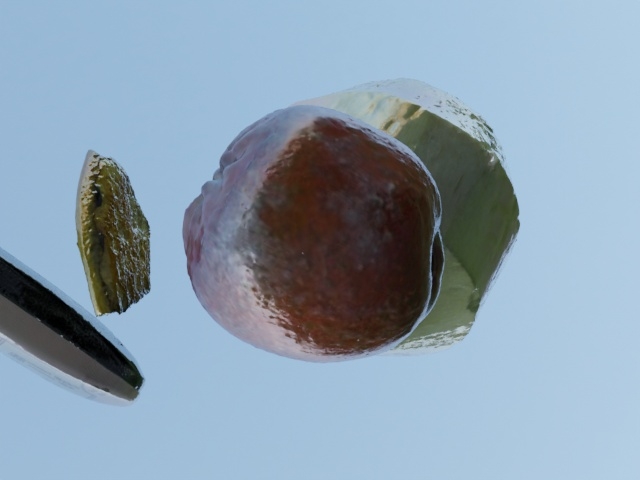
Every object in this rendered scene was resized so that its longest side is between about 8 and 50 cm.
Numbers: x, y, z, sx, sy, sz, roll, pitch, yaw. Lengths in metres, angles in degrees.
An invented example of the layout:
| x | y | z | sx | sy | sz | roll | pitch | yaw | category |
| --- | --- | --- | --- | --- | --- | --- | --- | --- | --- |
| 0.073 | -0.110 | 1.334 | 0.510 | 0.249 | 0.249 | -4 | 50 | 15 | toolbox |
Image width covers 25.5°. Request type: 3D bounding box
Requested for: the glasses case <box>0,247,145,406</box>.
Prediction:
| x | y | z | sx | sy | sz | roll | pitch | yaw | category |
| --- | --- | --- | --- | --- | --- | --- | --- | --- | --- |
| -0.289 | 0.050 | 1.252 | 0.314 | 0.122 | 0.075 | 37 | -103 | -14 | glasses case |

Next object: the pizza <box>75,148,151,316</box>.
| x | y | z | sx | sy | sz | roll | pitch | yaw | category |
| --- | --- | --- | --- | --- | --- | --- | --- | --- | --- |
| -0.180 | 0.000 | 1.208 | 0.099 | 0.036 | 0.160 | 50 | -149 | -59 | pizza |

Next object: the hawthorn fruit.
| x | y | z | sx | sy | sz | roll | pitch | yaw | category |
| --- | --- | --- | --- | --- | --- | --- | --- | --- | --- |
| 0.000 | 0.000 | 0.908 | 0.173 | 0.173 | 0.173 | 2 | -92 | -45 | hawthorn fruit |

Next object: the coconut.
| x | y | z | sx | sy | sz | roll | pitch | yaw | category |
| --- | --- | --- | --- | --- | --- | --- | --- | --- | --- |
| 0.047 | -0.008 | 1.246 | 0.259 | 0.259 | 0.259 | 2 | -92 | -45 | coconut |
